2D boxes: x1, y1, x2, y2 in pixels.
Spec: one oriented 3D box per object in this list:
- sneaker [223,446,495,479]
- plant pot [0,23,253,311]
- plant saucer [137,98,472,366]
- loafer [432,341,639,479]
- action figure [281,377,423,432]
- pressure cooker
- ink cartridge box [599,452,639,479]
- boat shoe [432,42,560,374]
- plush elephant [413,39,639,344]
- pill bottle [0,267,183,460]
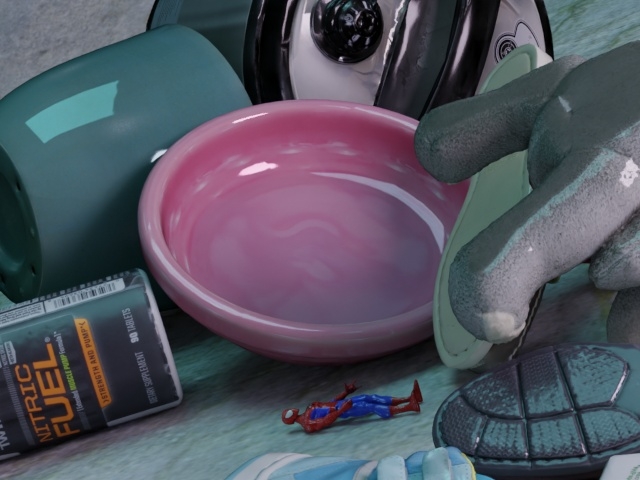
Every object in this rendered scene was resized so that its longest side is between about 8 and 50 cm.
[{"bbox_3d":[0.004,0.204,1.079,0.208,0.127,0.319,-9,17,27],"label":"sneaker"},{"bbox_3d":[-0.221,-0.053,1.870,0.235,0.293,0.293,-17,14,-31],"label":"plant pot"},{"bbox_3d":[0.000,0.000,1.690,0.332,0.084,0.332,2,42,-1],"label":"plant saucer"},{"bbox_3d":[0.232,0.122,1.271,0.302,0.095,0.109,-17,44,12],"label":"loafer"},{"bbox_3d":[0.024,0.135,1.506,0.115,0.030,0.038,-14,20,12],"label":"action figure"},{"bbox_3d":[0.039,-0.183,1.991,0.375,0.370,0.420,-27,15,-26],"label":"pressure cooker"},{"bbox_3d":[0.325,0.162,1.029,0.371,0.069,0.176,-11,14,24],"label":"ink cartridge box"},{"bbox_3d":[0.175,-0.019,1.587,0.116,0.097,0.324,-30,38,46],"label":"boat shoe"},{"bbox_3d":[0.265,-0.021,1.408,0.330,0.255,0.272,-34,30,8],"label":"plush elephant"},{"bbox_3d":[-0.255,0.119,1.637,0.246,0.130,0.130,-17,15,-6],"label":"pill bottle"}]
